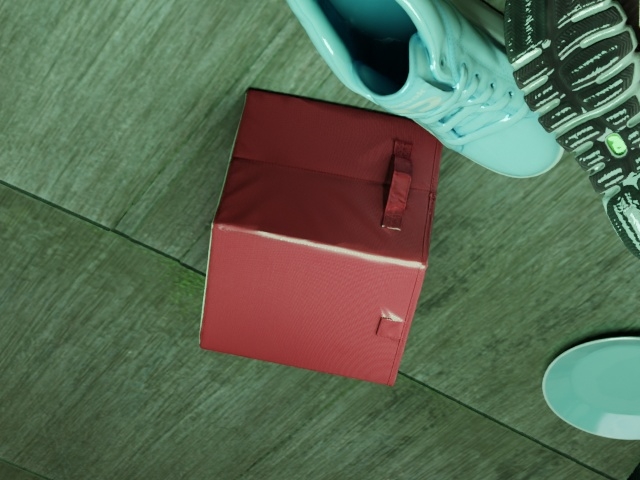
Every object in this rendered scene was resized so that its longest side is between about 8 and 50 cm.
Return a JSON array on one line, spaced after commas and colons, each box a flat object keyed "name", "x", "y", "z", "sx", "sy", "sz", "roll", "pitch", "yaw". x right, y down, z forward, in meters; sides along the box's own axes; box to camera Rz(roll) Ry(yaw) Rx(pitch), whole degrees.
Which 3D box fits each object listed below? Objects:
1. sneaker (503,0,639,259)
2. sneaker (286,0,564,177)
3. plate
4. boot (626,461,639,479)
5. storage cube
[{"name": "sneaker", "x": 0.258, "y": -0.119, "z": 1.322, "sx": 0.106, "sy": 0.162, "sz": 0.281, "roll": -24, "pitch": 93, "yaw": 27}, {"name": "sneaker", "x": 0.080, "y": -0.143, "z": 1.289, "sx": 0.135, "sy": 0.150, "sz": 0.366, "roll": -26, "pitch": 127, "yaw": 36}, {"name": "plate", "x": 0.338, "y": 0.156, "z": 1.673, "sx": 0.188, "sy": 0.024, "sz": 0.188, "roll": 6, "pitch": 139, "yaw": 6}, {"name": "boot", "x": 0.416, "y": 0.297, "z": 1.802, "sx": 0.099, "sy": 0.045, "sz": 0.121, "roll": 16, "pitch": 146, "yaw": -3}, {"name": "storage cube", "x": 0.000, "y": 0.000, "z": 1.442, "sx": 0.193, "sy": 0.183, "sz": 0.215, "roll": 11, "pitch": 139, "yaw": -1}]
